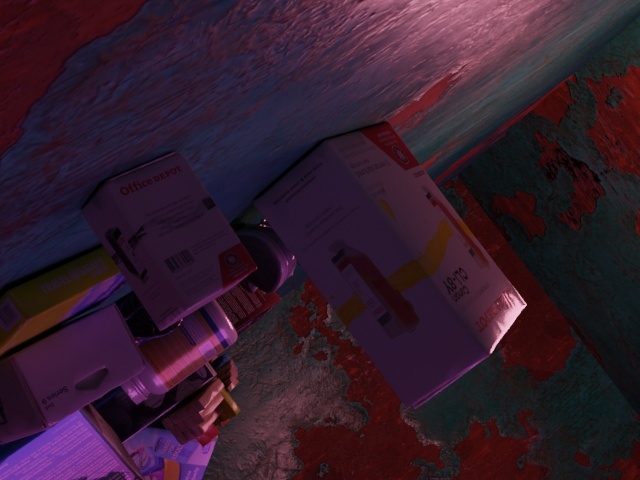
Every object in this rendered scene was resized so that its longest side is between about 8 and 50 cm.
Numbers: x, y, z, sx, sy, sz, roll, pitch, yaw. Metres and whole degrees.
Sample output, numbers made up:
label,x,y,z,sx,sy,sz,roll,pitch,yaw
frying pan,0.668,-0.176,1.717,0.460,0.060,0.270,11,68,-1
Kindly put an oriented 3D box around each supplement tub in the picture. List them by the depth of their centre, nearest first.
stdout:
label,x,y,z,sx,sy,sz,roll,pitch,yaw
supplement tub,-0.254,0.161,1.574,0.199,0.144,0.144,-35,175,-11

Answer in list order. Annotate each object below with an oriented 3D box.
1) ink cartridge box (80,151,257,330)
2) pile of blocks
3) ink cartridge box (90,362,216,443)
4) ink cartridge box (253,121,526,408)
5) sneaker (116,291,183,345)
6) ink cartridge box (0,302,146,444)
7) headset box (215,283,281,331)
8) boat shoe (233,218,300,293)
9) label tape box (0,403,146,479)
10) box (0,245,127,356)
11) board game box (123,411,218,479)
label,x,y,z,sx,sy,sz,roll,pitch,yaw
ink cartridge box,-0.139,-0.001,0.883,0.099,0.135,0.056,-31,176,-46
pile of blocks,-0.204,0.318,1.924,0.149,0.113,0.362,-35,-173,6
ink cartridge box,-0.375,0.285,1.788,0.332,0.165,0.065,-37,177,-3
ink cartridge box,0.120,0.026,1.474,0.160,0.385,0.279,-39,175,26
sneaker,-0.303,0.132,1.446,0.221,0.083,0.087,-26,-177,-38
ink cartridge box,-0.330,0.162,1.110,0.212,0.093,0.154,-20,-173,41
headset box,-0.235,0.174,2.041,0.293,0.110,0.218,-33,174,-36
boat shoe,-0.092,0.018,1.580,0.103,0.118,0.320,-41,180,-14
label tape box,-0.447,0.396,1.575,0.249,0.115,0.348,-34,140,-11
box,-0.280,0.061,1.028,0.109,0.042,0.178,-39,176,36
board game box,-0.410,0.464,1.946,0.254,0.336,0.079,-69,-153,15
